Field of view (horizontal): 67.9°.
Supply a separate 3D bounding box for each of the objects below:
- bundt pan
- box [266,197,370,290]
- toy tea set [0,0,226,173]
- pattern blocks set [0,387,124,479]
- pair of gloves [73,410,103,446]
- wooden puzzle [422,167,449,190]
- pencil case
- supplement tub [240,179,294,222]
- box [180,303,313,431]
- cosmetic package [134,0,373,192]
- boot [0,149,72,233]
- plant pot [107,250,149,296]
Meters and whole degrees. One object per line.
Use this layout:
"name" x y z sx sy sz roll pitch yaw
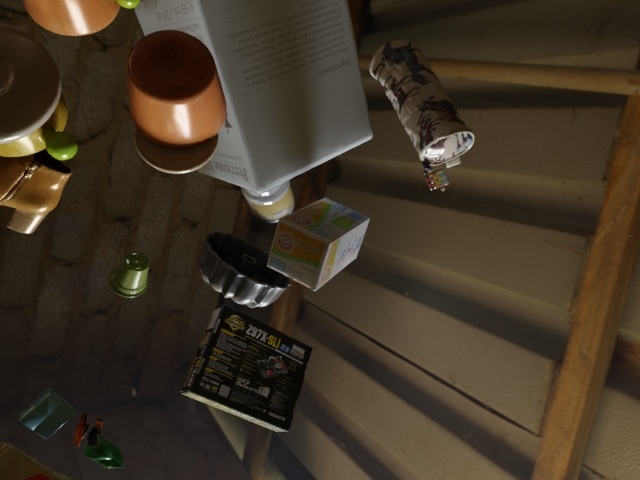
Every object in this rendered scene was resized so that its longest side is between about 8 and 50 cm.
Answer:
"bundt pan" -0.267 0.110 1.606 0.124 0.330 0.331 -58 -139 12
"box" 0.000 0.000 0.935 0.114 0.203 0.103 25 -65 17
"toy tea set" -0.231 -0.157 0.375 0.200 0.336 0.124 -45 177 -19
"pattern blocks set" -0.419 0.349 0.593 0.026 0.324 0.286 25 -37 53
"pair of gloves" -0.508 0.420 1.040 0.083 0.010 0.074 9 -98 31
"wooden puzzle" 0.294 -0.155 1.202 0.049 0.083 0.006 -18 -141 22
"pencil case" 0.285 -0.402 1.382 0.183 0.159 0.410 71 -3 -64
"supplement tub" -0.157 -0.152 1.418 0.200 0.144 0.144 80 3 -69
"box" -0.198 0.369 1.363 0.079 0.322 0.257 -30 -144 50
"cosmetic package" -0.135 -0.367 1.042 0.329 0.327 0.394 22 -44 50
"boot" -0.705 -0.152 1.004 0.211 0.295 0.104 -51 -149 21
"plant pot" -0.400 0.065 1.012 0.079 0.083 0.083 -50 -134 38
